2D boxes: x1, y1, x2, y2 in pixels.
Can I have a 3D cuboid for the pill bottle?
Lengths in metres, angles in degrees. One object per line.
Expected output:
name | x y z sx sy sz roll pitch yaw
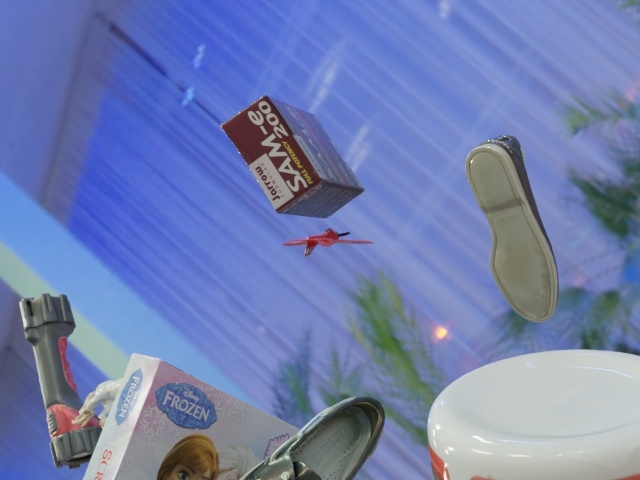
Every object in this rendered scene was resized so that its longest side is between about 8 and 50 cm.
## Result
pill bottle | 0.205 0.287 0.948 0.210 0.210 0.363 -34 -60 -59

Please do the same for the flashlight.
flashlight | -0.449 0.245 2.127 0.103 0.304 0.103 -15 -21 -3

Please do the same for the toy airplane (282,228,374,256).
toy airplane | 0.000 0.000 1.832 0.151 0.151 0.028 -24 -70 -69

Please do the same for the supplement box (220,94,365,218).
supplement box | -0.029 -0.101 1.518 0.073 0.130 0.239 -35 -8 12

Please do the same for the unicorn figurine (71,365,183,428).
unicorn figurine | -0.264 0.212 1.679 0.111 0.161 0.060 -64 -33 -64

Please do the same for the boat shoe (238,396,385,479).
boat shoe | -0.026 0.309 1.560 0.302 0.114 0.091 -49 3 -35

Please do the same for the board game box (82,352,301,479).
board game box | -0.183 0.357 1.630 0.318 0.065 0.318 34 -110 -43

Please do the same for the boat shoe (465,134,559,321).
boat shoe | 0.214 -0.015 1.266 0.075 0.206 0.065 -7 21 39
